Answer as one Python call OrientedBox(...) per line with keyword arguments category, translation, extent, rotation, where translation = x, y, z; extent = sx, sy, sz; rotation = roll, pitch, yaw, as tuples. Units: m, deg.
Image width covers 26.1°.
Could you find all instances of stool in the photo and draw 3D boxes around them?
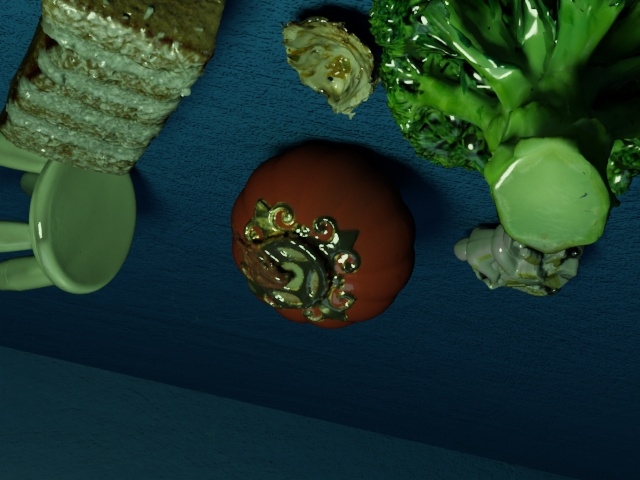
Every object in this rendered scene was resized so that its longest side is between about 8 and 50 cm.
OrientedBox(category="stool", translation=(-0.368, -0.039, 1.771), extent=(0.198, 0.195, 0.195), rotation=(7, 161, 27))

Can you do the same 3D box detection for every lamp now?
OrientedBox(category="lamp", translation=(0.000, 0.000, 1.616), extent=(0.226, 0.227, 0.227), rotation=(11, 160, 4))

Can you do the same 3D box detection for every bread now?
OrientedBox(category="bread", translation=(-0.226, -0.176, 1.418), extent=(0.165, 0.113, 0.416), rotation=(19, 160, -14))

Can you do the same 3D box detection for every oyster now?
OrientedBox(category="oyster", translation=(0.016, -0.175, 1.364), extent=(0.105, 0.056, 0.177), rotation=(20, 162, 14))

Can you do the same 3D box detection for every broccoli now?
OrientedBox(category="broccoli", translation=(0.173, -0.134, 1.067), extent=(0.297, 0.297, 0.298), rotation=(3, 125, 4))

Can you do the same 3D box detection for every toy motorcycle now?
OrientedBox(category="toy motorcycle", translation=(0.245, 0.018, 1.734), extent=(0.152, 0.073, 0.225), rotation=(14, 161, 3))
